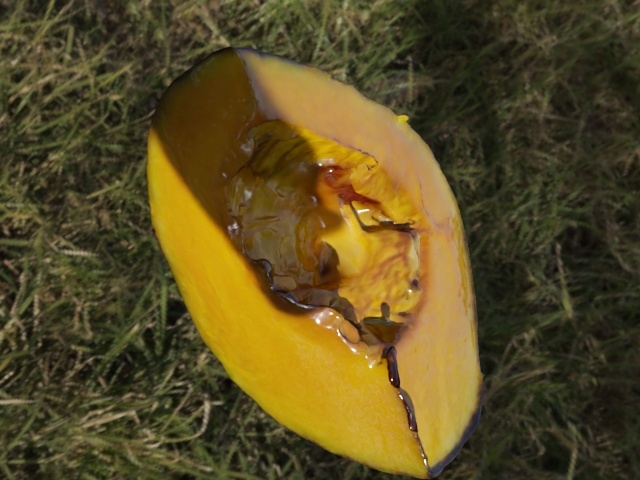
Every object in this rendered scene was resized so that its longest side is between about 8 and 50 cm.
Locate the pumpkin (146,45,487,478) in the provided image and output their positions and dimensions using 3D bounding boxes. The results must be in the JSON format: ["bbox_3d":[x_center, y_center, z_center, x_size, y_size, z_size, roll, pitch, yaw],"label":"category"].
[{"bbox_3d":[0.000,0.000,0.573,0.169,0.148,0.312,-50,124,-49],"label":"pumpkin"}]
